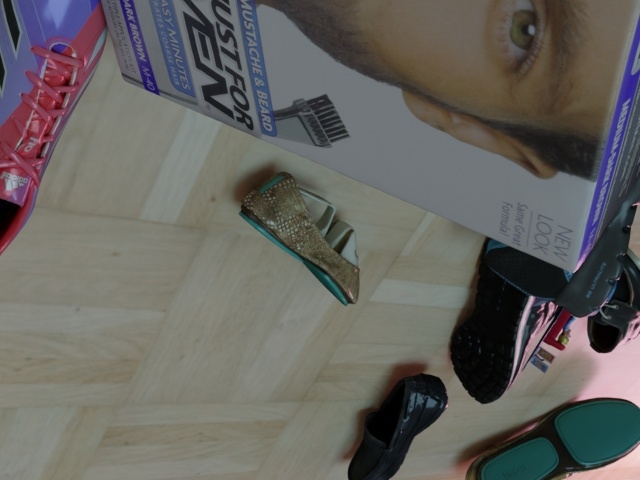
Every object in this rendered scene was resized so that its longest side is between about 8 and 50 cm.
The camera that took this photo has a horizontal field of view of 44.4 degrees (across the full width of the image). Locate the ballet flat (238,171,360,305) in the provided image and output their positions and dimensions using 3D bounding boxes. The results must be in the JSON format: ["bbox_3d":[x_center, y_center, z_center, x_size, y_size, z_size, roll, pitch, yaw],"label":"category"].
[{"bbox_3d":[0.000,0.000,0.773,0.067,0.073,0.206,-49,142,-3],"label":"ballet flat"}]

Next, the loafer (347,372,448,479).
[{"bbox_3d":[0.091,0.266,1.091,0.078,0.076,0.223,16,122,-25],"label":"loafer"}]

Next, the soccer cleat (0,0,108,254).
[{"bbox_3d":[-0.205,-0.081,0.538,0.083,0.095,0.248,14,122,-40],"label":"soccer cleat"}]

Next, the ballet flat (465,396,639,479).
[{"bbox_3d":[0.404,0.368,1.369,0.348,0.123,0.123,-19,138,-16],"label":"ballet flat"}]

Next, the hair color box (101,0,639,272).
[{"bbox_3d":[0.017,-0.138,0.436,0.110,0.338,0.185,-48,149,-33],"label":"hair color box"}]

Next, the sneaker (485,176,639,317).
[{"bbox_3d":[0.286,-0.091,0.812,0.125,0.139,0.341,-29,140,-75],"label":"sneaker"}]

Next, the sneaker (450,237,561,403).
[{"bbox_3d":[0.263,0.100,1.012,0.124,0.107,0.283,-16,137,-27],"label":"sneaker"}]

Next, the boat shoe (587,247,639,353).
[{"bbox_3d":[0.419,0.088,1.110,0.079,0.084,0.233,-29,142,-5],"label":"boat shoe"}]

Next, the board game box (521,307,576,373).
[{"bbox_3d":[0.333,0.114,1.064,0.133,0.033,0.169,-41,158,-45],"label":"board game box"}]
